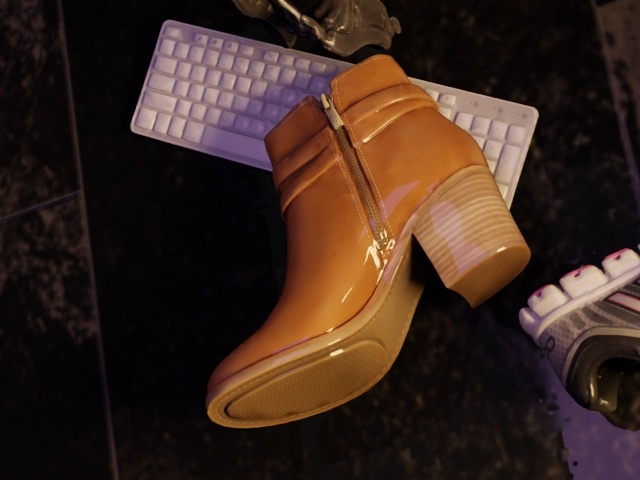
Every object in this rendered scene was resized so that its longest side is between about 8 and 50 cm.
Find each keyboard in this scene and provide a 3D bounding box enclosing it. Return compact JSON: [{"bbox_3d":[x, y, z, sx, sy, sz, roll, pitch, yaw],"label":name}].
[{"bbox_3d":[0.002,-0.068,1.121,0.256,0.014,0.072,17,83,30],"label":"keyboard"}]

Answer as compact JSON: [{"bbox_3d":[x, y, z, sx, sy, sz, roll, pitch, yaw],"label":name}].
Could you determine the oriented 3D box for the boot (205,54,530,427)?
[{"bbox_3d":[0.000,0.000,1.057,0.197,0.073,0.152,-31,60,-1],"label":"boot"}]

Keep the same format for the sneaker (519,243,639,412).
[{"bbox_3d":[0.183,0.033,0.970,0.170,0.063,0.075,-28,63,22],"label":"sneaker"}]

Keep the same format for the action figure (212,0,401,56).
[{"bbox_3d":[0.041,-0.238,1.078,0.164,0.141,0.275,28,85,42],"label":"action figure"}]
